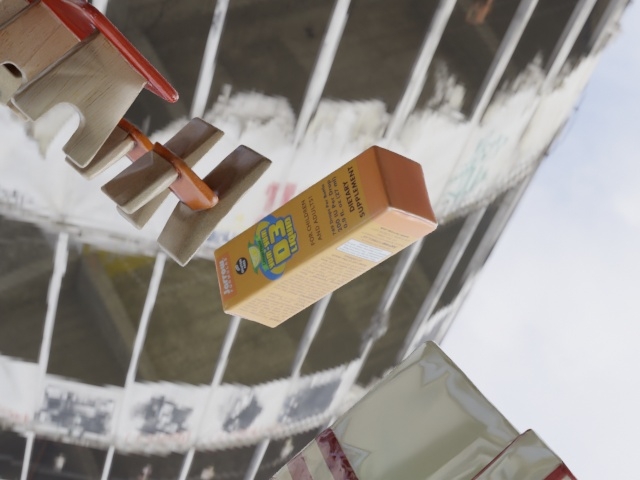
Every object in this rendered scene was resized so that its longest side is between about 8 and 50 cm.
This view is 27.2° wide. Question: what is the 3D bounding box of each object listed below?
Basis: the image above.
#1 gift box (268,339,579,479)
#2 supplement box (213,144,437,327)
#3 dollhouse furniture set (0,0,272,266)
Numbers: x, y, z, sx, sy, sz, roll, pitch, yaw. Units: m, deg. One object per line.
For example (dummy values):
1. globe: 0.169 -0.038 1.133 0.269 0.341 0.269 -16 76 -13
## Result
1. gift box: 0.070 0.249 0.693 0.255 0.258 0.276 43 -90 -15
2. supplement box: 0.000 0.000 1.306 0.080 0.233 0.078 16 -130 -43
3. dollhouse furniture set: -0.167 -0.144 0.870 0.135 0.262 0.259 -47 -146 -7
